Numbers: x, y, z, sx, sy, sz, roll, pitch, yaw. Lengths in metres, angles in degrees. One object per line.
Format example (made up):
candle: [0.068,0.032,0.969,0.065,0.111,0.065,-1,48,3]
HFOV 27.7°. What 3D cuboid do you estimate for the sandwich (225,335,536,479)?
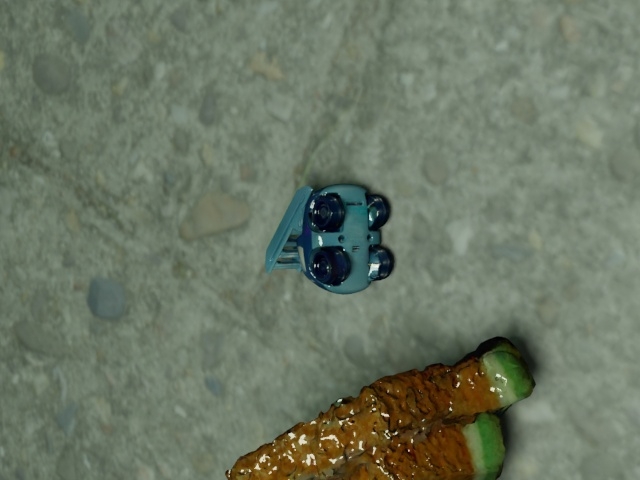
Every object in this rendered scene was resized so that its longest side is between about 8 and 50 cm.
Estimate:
sandwich: [0.036,0.147,0.798,0.235,0.159,0.079,-34,68,14]

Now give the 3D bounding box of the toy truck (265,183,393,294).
toy truck: [0.000,0.000,0.870,0.090,0.056,0.073,-4,88,51]
